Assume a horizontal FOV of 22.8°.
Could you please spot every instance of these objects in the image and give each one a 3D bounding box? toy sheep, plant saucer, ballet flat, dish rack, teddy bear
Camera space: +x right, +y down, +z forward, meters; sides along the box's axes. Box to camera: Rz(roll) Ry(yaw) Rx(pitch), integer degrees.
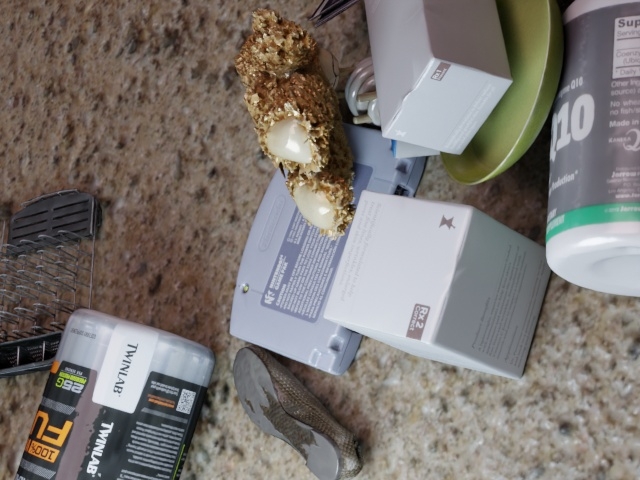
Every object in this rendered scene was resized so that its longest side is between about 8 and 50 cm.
[{"bbox_3d":[0.068,-0.181,1.912,0.091,0.091,0.132,-45,46,16],"label":"toy sheep"},{"bbox_3d":[0.192,-0.172,1.660,0.241,0.037,0.241,-168,90,-69],"label":"plant saucer"},{"bbox_3d":[-0.025,0.203,1.870,0.250,0.058,0.084,38,126,46],"label":"ballet flat"},{"bbox_3d":[-0.397,0.057,2.202,0.208,0.074,0.271,-12,66,34],"label":"dish rack"},{"bbox_3d":[-0.015,-0.142,1.794,0.113,0.245,0.338,-26,15,4],"label":"teddy bear"}]

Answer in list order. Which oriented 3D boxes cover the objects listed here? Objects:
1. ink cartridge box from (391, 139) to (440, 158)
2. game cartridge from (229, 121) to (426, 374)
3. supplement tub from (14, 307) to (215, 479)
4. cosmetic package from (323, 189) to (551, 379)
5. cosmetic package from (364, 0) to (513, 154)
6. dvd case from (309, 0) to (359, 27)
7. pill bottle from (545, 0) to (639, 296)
[{"bbox_3d":[0.139,-0.218,1.837,0.134,0.078,0.231,-5,66,-1],"label":"ink cartridge box"},{"bbox_3d":[0.000,0.000,1.922,0.196,0.060,0.294,18,85,38],"label":"game cartridge"},{"bbox_3d":[-0.261,0.256,1.940,0.193,0.193,0.316,10,80,40],"label":"supplement tub"},{"bbox_3d":[0.131,0.049,1.711,0.151,0.184,0.151,11,80,40],"label":"cosmetic package"},{"bbox_3d":[0.120,-0.222,1.686,0.127,0.107,0.238,125,147,-45],"label":"cosmetic package"},{"bbox_3d":[0.090,-0.350,1.910,0.221,0.018,0.164,-23,29,51],"label":"dvd case"},{"bbox_3d":[0.338,-0.139,1.604,0.204,0.204,0.361,-7,69,37],"label":"pill bottle"}]
